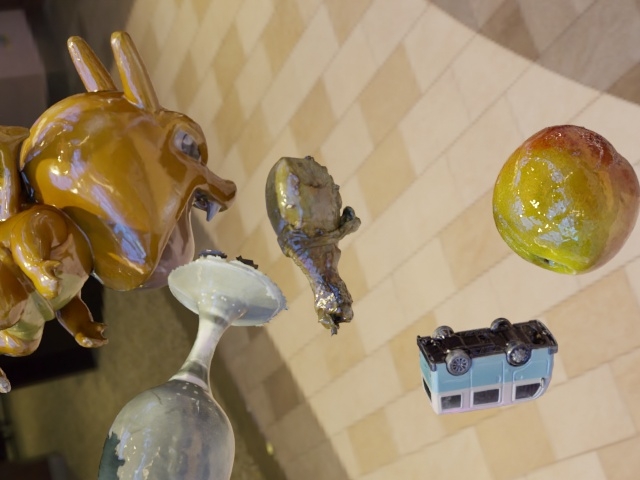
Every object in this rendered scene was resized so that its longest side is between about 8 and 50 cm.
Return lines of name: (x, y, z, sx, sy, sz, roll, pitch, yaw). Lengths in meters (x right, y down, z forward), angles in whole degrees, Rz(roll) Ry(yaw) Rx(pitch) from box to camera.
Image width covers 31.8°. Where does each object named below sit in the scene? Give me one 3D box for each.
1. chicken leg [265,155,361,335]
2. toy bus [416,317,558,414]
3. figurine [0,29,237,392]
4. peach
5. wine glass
chicken leg: (0.000, 0.000, 1.391, 0.088, 0.103, 0.228, -19, 97, 31)
toy bus: (0.156, 0.120, 1.054, 0.060, 0.123, 0.075, -114, 19, -64)
figurine: (-0.313, -0.033, 1.308, 0.268, 0.387, 0.401, 32, 161, 27)
peach: (0.381, -0.063, 1.748, 0.231, 0.231, 0.231, 39, 134, 55)
wine glass: (-0.136, 0.173, 1.163, 0.143, 0.143, 0.321, 117, 171, -54)
